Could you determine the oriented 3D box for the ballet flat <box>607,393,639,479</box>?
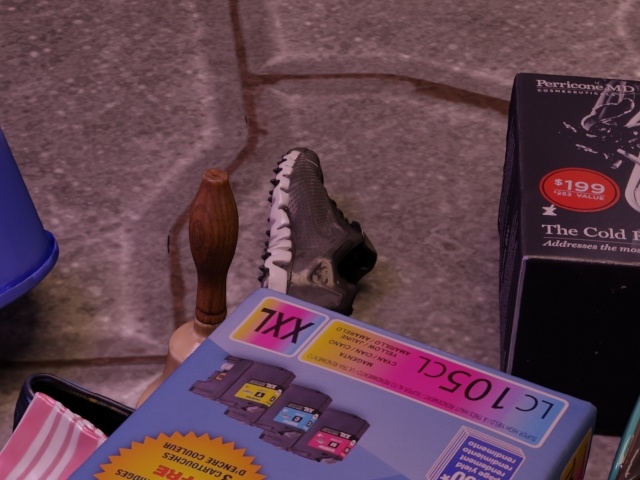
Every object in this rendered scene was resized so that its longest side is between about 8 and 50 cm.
[{"bbox_3d":[0.239,0.221,1.416,0.096,0.095,0.280,26,50,15],"label":"ballet flat"}]

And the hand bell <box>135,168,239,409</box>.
[{"bbox_3d":[-0.088,0.050,1.495,0.126,0.242,0.126,2,35,-1],"label":"hand bell"}]

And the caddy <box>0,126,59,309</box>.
[{"bbox_3d":[-0.381,0.032,1.564,0.241,0.179,0.341,1,26,43],"label":"caddy"}]

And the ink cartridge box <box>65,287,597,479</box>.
[{"bbox_3d":[-0.026,0.220,1.166,0.270,0.151,0.395,18,39,21],"label":"ink cartridge box"}]

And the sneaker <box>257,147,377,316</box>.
[{"bbox_3d":[0.000,0.000,1.726,0.106,0.078,0.234,6,38,0],"label":"sneaker"}]

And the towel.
[{"bbox_3d":[-0.184,0.213,1.372,0.197,0.029,0.144,31,80,34],"label":"towel"}]

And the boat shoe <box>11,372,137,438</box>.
[{"bbox_3d":[-0.137,0.179,1.438,0.258,0.089,0.109,17,37,19],"label":"boat shoe"}]

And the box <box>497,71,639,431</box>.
[{"bbox_3d":[0.331,0.010,1.641,0.343,0.179,0.312,4,33,1],"label":"box"}]
